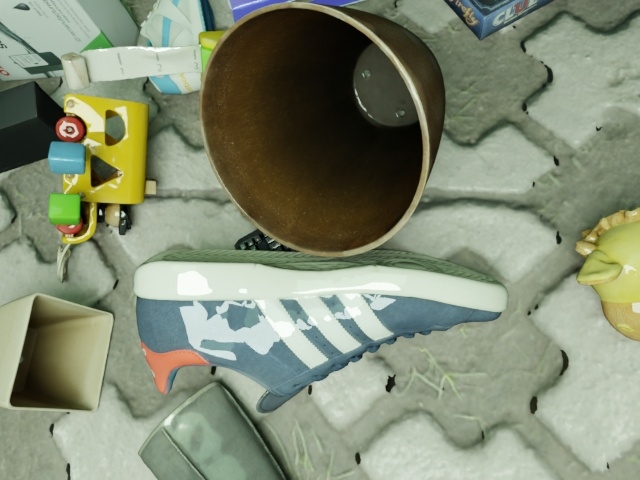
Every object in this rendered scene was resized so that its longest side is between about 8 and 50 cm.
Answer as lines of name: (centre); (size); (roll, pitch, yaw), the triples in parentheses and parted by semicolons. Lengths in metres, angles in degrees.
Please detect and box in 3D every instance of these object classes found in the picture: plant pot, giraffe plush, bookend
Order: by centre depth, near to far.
giraffe plush: (0.322, 0.034, 0.435); (0.171, 0.181, 0.210); (-1, 79, 31)
plant pot: (0.037, -0.132, 0.498); (0.216, 0.215, 0.230); (24, 37, 17)
plant pot: (-0.304, 0.123, 0.523); (0.096, 0.109, 0.109); (-6, 68, 20)
bookend: (-0.415, -0.162, 0.615); (0.156, 0.157, 0.072); (-18, 68, 3)

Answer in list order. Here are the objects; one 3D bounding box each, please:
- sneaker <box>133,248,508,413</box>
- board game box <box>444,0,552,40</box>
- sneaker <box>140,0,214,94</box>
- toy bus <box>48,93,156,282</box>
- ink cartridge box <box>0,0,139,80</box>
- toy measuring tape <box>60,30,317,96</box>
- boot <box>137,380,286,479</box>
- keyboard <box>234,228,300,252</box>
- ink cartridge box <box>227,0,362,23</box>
sneaker: (0.003, 0.088, 0.482); (0.351, 0.131, 0.148); (1, 96, -2)
board game box: (0.270, -0.386, 0.653); (0.243, 0.042, 0.165); (-30, 68, -3)
sneaker: (-0.196, -0.302, 0.672); (0.092, 0.087, 0.228); (-14, 66, 5)
toy bus: (-0.249, -0.073, 0.580); (0.105, 0.202, 0.190); (2, 59, -23)
ink cartridge box: (-0.381, -0.299, 0.665); (0.209, 0.153, 0.086); (-1, 70, 10)
toy measuring tape: (-0.114, -0.188, 0.569); (0.331, 0.121, 0.121); (-11, 66, -19)
boot: (-0.098, 0.264, 0.448); (0.208, 0.076, 0.190); (41, 66, 13)
keyboard: (0.000, 0.000, 0.561); (0.180, 0.023, 0.108); (-29, 68, -2)
ink cartridge box: (-0.044, -0.412, 0.712); (0.207, 0.045, 0.208); (-15, 69, 3)
